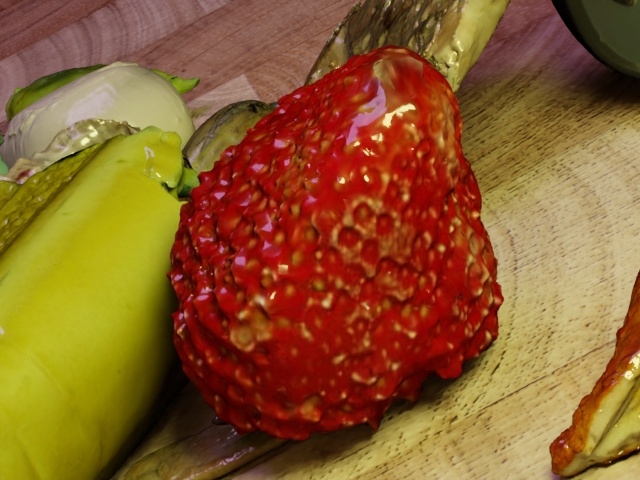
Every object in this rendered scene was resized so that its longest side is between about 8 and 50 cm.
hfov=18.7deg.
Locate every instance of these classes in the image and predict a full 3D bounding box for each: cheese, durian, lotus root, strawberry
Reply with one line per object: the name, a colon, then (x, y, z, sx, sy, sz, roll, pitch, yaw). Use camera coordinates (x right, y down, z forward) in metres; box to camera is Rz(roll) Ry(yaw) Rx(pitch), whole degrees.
cheese: (-0.213, -0.088, 1.918, 0.198, 0.154, 0.189, -31, 6, -15)
durian: (-0.261, -0.151, 2.197, 0.250, 0.101, 0.139, -8, 28, 41)
lotus root: (-0.088, -0.072, 1.835, 0.179, 0.089, 0.080, -48, -12, -35)
strawberry: (0.004, -0.002, 1.336, 0.261, 0.258, 0.261, -18, 30, 11)

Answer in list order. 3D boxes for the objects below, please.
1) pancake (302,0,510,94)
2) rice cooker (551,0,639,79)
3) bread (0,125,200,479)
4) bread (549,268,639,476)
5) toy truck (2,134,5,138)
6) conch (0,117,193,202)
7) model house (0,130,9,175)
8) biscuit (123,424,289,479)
pancake: (0.050, -0.134, 1.670, 0.382, 0.071, 0.382, -50, 14, 17)
rice cooker: (0.295, -0.267, 1.609, 0.267, 0.267, 0.224, -23, 18, 11)
bread: (-0.228, 0.099, 1.431, 0.251, 0.208, 0.376, -14, 24, 38)
bread: (0.237, 0.038, 1.181, 0.139, 0.095, 0.269, -13, 28, 51)
toy truck: (-0.386, -0.030, 2.079, 0.242, 0.101, 0.125, -8, 40, 36)
conch: (-0.186, -0.012, 1.722, 0.245, 0.178, 0.163, 28, 10, 34)
model house: (-0.463, -0.058, 1.789, 0.280, 0.249, 0.230, -40, 24, -30)
biscuit: (-0.077, 0.151, 1.396, 0.147, 0.018, 0.071, -26, 22, 6)
